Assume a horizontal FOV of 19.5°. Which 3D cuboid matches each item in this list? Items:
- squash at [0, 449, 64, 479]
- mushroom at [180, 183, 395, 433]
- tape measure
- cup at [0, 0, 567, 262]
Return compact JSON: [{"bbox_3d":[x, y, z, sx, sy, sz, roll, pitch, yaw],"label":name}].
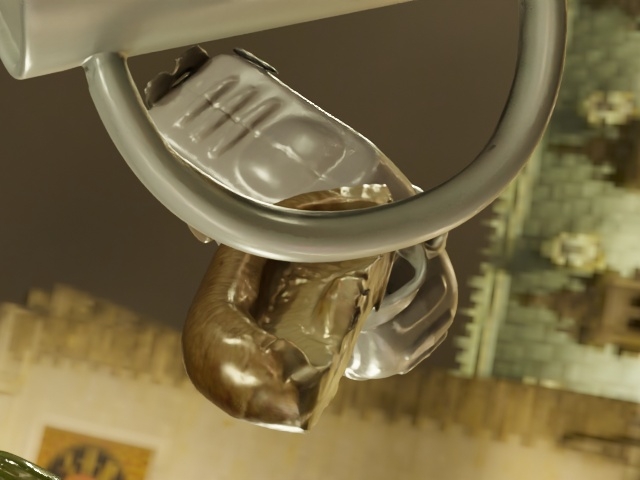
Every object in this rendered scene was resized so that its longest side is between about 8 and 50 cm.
[{"bbox_3d":[-0.115,0.206,1.009,0.341,0.094,0.094,47,-122,-22],"label":"squash"},{"bbox_3d":[-0.017,0.035,0.985,0.210,0.094,0.072,-67,-3,-57],"label":"mushroom"},{"bbox_3d":[0.000,0.000,1.213,0.120,0.236,0.197,-41,-40,-17],"label":"tape measure"},{"bbox_3d":[-0.006,-0.075,0.367,0.133,0.099,0.136,-13,-61,-15],"label":"cup"}]
